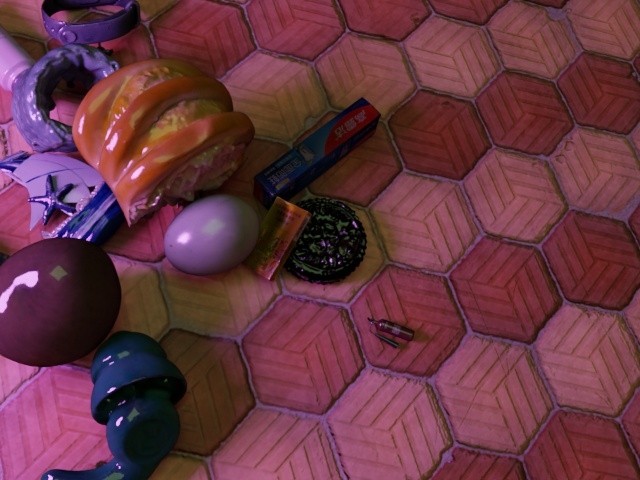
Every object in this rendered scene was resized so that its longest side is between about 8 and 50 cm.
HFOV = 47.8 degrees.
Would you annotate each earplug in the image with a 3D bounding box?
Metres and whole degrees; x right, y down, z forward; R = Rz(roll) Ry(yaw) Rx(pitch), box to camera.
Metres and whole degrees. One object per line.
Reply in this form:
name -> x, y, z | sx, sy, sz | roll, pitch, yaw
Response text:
earplug -> -0.350, 0.298, 1.266 | 0.258, 0.164, 0.280 | -30, 57, 18

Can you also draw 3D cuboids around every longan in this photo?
longan -> -0.463, 0.105, 1.254 | 0.248, 0.248, 0.248 | 3, 67, -8

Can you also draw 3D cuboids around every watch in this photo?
watch -> -0.501, -0.501, 1.582 | 0.207, 0.068, 0.193 | -9, 50, -15

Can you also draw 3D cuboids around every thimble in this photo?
thimble -> -0.495, -0.271, 1.432 | 0.198, 0.143, 0.235 | 40, 67, -26

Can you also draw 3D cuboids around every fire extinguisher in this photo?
fire extinguisher -> 0.134, 0.185, 1.442 | 0.100, 0.032, 0.046 | 20, 100, -1

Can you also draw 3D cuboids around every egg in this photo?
egg -> -0.210, -0.010, 1.398 | 0.192, 0.149, 0.149 | -26, 73, -11

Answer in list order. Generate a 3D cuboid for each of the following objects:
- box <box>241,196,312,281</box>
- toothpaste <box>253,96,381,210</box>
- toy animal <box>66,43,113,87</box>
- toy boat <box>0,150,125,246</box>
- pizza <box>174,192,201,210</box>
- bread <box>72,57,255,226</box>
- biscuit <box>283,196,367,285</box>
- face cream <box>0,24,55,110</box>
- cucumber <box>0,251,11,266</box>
box -> -0.090, -0.003, 1.438 | 0.089, 0.022, 0.156 | 29, 87, 34
toothpaste -> -0.005, -0.186, 1.546 | 0.320, 0.076, 0.066 | -40, 75, -22
toy animal -> -0.498, -0.385, 1.558 | 0.047, 0.065, 0.136 | 45, 55, 9
toy boat -> -0.520, -0.079, 1.427 | 0.292, 0.070, 0.210 | 11, 61, 0
pizza -> -0.262, -0.147, 1.508 | 0.131, 0.041, 0.178 | -7, 68, -9
bread -> -0.284, -0.208, 1.357 | 0.316, 0.211, 0.270 | -29, 89, -33
biscuit -> 0.000, 0.000, 1.480 | 0.195, 0.053, 0.194 | 3, 67, -7
face cream -> -0.662, -0.380, 1.515 | 0.311, 0.092, 0.092 | 44, 68, 11
cucumber -> -0.631, 0.121, 1.326 | 0.078, 0.062, 0.211 | -1, 66, 40
